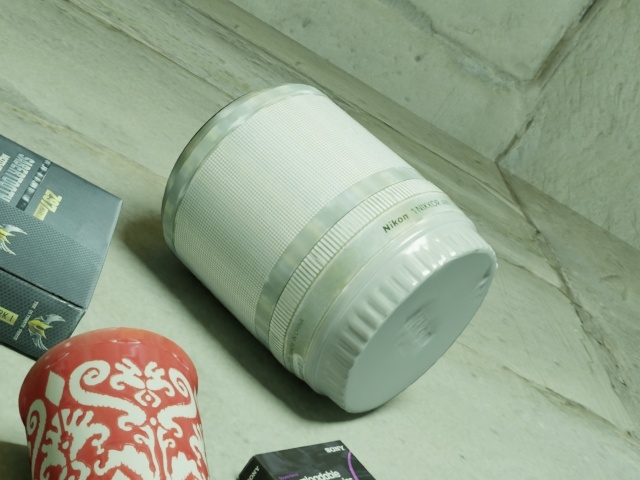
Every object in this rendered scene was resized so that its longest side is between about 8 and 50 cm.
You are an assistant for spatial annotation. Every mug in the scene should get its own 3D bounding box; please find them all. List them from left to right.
[{"bbox_3d":[-0.099,0.151,0.598,0.150,0.113,0.169,21,25,-29],"label":"mug"}]

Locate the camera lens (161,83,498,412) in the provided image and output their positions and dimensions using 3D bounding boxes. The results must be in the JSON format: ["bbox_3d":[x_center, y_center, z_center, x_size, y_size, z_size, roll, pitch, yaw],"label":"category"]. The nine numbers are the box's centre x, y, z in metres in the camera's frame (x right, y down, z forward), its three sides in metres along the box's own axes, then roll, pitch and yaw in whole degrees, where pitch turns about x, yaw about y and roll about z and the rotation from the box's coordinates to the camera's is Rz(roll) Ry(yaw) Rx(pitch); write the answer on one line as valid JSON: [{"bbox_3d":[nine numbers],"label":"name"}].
[{"bbox_3d":[0.000,0.000,0.967,0.274,0.219,0.219,43,20,26],"label":"camera lens"}]

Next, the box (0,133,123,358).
[{"bbox_3d":[-0.264,-0.015,0.817,0.183,0.059,0.232,30,19,-14],"label":"box"}]

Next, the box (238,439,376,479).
[{"bbox_3d":[0.027,0.218,0.760,0.162,0.029,0.116,43,20,30],"label":"box"}]
